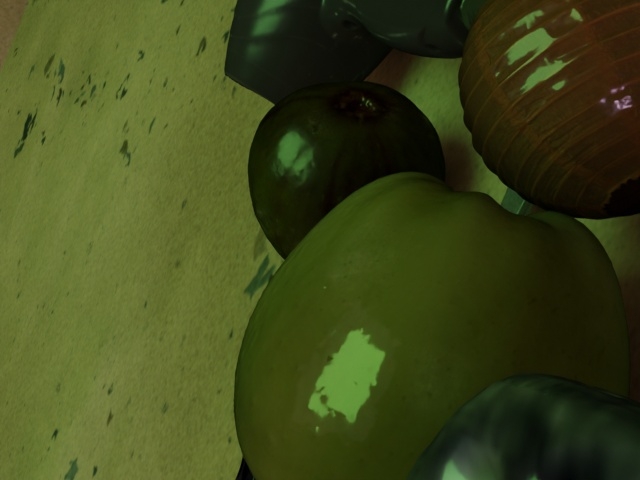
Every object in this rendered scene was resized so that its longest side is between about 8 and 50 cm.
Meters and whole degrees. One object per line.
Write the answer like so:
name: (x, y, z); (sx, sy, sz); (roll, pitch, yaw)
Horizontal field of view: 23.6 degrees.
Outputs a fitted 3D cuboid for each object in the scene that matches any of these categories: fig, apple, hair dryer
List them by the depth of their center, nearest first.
apple: (0.052, 0.067, 0.724); (0.200, 0.200, 0.200); (-45, 34, 42)
hair dryer: (0.082, -0.190, 0.963); (0.301, 0.121, 0.361); (-58, 27, 4)
fig: (0.000, 0.000, 0.993); (0.236, 0.124, 0.124); (112, 161, -46)

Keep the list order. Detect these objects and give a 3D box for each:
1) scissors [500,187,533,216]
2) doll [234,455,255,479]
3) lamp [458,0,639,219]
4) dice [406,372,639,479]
scissors: (0.147, -0.111, 0.845); (0.360, 0.029, 0.191); (-64, 27, 5)
doll: (-0.013, 0.191, 0.891); (0.127, 0.088, 0.249); (-22, 58, 32)
lamp: (0.132, -0.077, 0.733); (0.136, 0.136, 0.136); (-45, 34, 42)
dice: (0.123, 0.155, 0.509); (0.183, 0.182, 0.181); (20, 88, 64)
